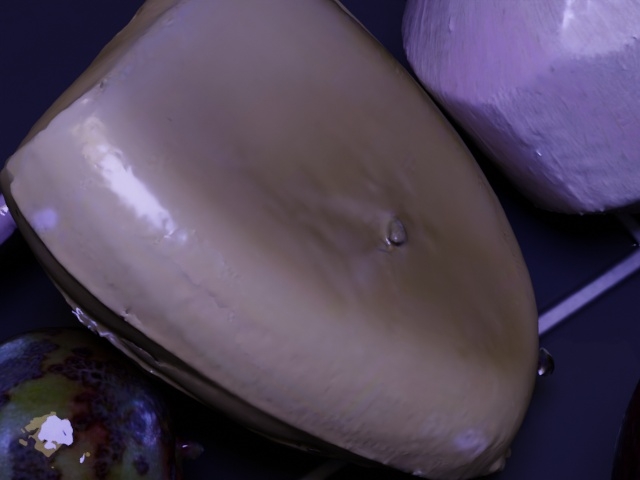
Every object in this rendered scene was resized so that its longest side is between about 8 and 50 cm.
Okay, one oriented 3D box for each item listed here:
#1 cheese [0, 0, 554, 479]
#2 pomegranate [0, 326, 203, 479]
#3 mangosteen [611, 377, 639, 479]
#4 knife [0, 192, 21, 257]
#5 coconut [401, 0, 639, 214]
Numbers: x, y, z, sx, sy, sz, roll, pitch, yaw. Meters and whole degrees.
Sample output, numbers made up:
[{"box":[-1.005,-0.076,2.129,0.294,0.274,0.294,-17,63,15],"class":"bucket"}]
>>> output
[{"box":[0.000,0.000,0.745,0.316,0.128,0.259,46,49,-13],"class":"cheese"},{"box":[-0.150,0.114,0.729,0.169,0.148,0.148,8,60,17],"class":"pomegranate"},{"box":[0.282,0.146,0.641,0.330,0.330,0.330,1,60,-1],"class":"mangosteen"},{"box":[-0.241,0.053,0.767,0.038,0.132,0.398,41,68,-4],"class":"knife"},{"box":[0.154,-0.138,0.811,0.234,0.224,0.224,48,63,-21],"class":"coconut"}]
